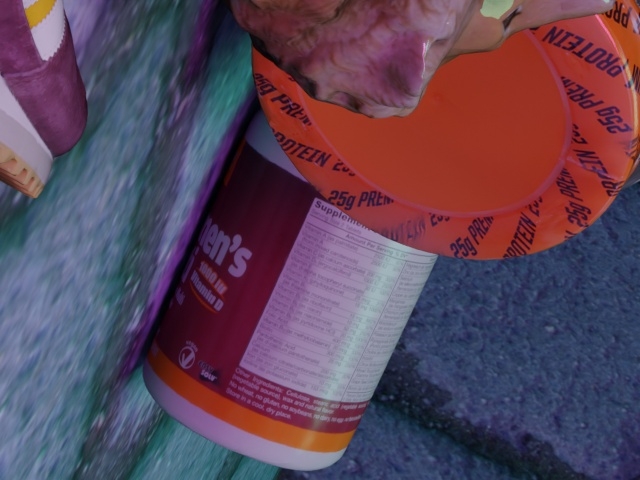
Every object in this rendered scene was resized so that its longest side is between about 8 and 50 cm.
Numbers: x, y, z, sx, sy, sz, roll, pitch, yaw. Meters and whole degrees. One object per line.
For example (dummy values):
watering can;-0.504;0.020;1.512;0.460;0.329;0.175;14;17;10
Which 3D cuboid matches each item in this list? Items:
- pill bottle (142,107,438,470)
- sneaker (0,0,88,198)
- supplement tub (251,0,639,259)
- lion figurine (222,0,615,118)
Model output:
pill bottle;0.000;0.000;0.955;0.221;0.121;0.121;-66;174;11
sneaker;-0.068;-0.066;0.336;0.084;0.069;0.185;-62;176;-8
supplement tub;0.108;-0.155;0.824;0.338;0.207;0.207;-58;172;-46
lion figurine;0.006;-0.135;0.430;0.240;0.142;0.392;-67;167;14
